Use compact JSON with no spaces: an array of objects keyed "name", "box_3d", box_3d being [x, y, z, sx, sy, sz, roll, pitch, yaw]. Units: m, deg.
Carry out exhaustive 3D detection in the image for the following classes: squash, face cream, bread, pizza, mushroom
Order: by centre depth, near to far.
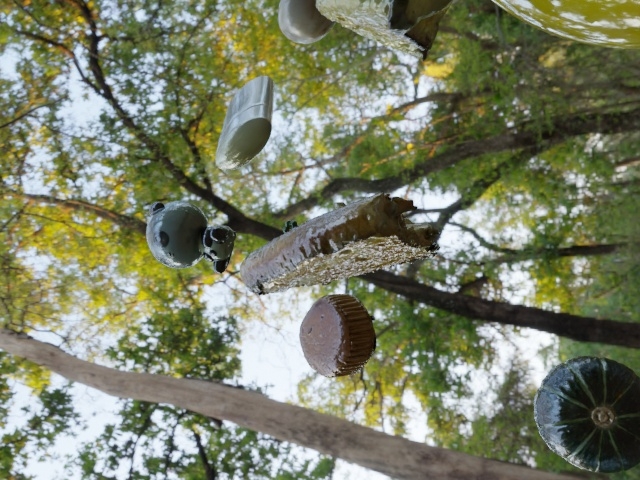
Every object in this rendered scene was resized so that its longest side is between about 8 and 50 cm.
[{"name":"bread","box_3d":[0.094,-0.338,0.666,0.204,0.163,0.262,-66,-11,12]},{"name":"pizza","box_3d":[0.056,-0.005,0.694,0.288,0.251,0.073,-12,-100,-20]},{"name":"squash","box_3d":[0.610,0.382,1.264,0.165,0.252,0.252,45,-131,-71]},{"name":"bread","box_3d":[0.032,0.222,1.319,0.104,0.199,0.199,-2,-91,-37]},{"name":"face cream","box_3d":[-0.177,-0.283,1.362,0.081,0.173,0.348,39,-158,-23]},{"name":"mushroom","box_3d":[-0.056,-0.684,1.631,0.207,0.215,0.207,-44,-16,-16]}]

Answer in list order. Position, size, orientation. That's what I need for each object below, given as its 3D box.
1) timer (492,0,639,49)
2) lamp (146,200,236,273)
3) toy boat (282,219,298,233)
[{"name":"timer","box_3d":[0.249,-0.292,0.304,0.376,0.387,0.375,12,-105,-50]},{"name":"lamp","box_3d":[-0.363,-0.008,1.578,0.198,0.244,0.197,15,-90,-74]},{"name":"toy boat","box_3d":[0.000,0.000,1.080,0.229,0.089,0.088,-3,-108,-65]}]
